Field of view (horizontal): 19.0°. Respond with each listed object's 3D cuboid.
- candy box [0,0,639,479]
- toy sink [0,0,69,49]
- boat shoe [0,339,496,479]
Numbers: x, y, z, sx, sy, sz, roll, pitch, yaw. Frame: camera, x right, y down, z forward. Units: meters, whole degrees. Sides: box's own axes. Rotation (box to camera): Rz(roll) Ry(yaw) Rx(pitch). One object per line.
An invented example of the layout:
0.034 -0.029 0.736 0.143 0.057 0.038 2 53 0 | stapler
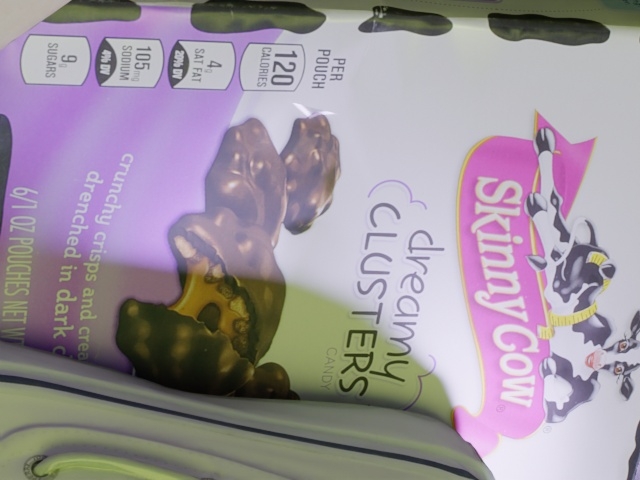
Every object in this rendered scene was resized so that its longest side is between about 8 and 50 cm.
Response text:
0.000 0.000 0.516 0.196 0.070 0.165 0 120 -17 | candy box
-0.101 -0.119 0.312 0.234 0.131 0.153 -36 135 -2 | toy sink
-0.055 0.074 0.456 0.226 0.076 0.083 0 120 -16 | boat shoe
